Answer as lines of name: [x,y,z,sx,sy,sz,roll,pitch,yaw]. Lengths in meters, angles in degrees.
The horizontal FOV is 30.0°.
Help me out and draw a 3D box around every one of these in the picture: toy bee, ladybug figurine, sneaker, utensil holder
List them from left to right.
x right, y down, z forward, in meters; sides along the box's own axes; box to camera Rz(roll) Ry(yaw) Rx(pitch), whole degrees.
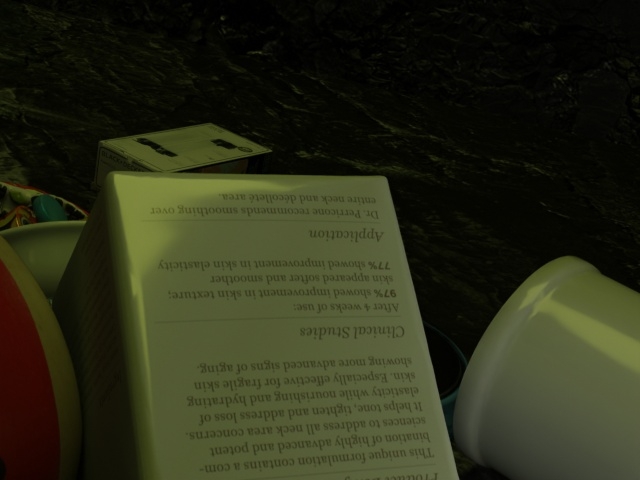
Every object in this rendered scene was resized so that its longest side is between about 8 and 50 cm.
ladybug figurine: [-0.426,0.139,1.243,0.449,0.305,0.162,57,8,6]
toy bee: [-0.473,0.006,1.912,0.298,0.195,0.162,24,34,-32]
sneaker: [-0.488,-0.049,2.157,0.279,0.107,0.118,24,16,23]
utensil holder: [0.428,0.244,1.599,0.385,0.327,0.328,29,28,34]

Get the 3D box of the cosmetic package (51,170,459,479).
cosmetic package: [-0.092,0.170,1.310,0.329,0.327,0.393,1,63,-24]

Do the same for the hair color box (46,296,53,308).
hair color box: [-0.336,0.174,1.598,0.347,0.173,0.105,4,22,-19]

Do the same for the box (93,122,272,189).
box: [-0.244,-0.131,2.152,0.169,0.087,0.290,25,25,30]

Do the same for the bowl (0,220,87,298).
bowl: [-0.372,0.083,1.774,0.298,0.134,0.298,-5,-19,-2]

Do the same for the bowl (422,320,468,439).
bowl: [0.044,0.194,1.855,0.391,0.077,0.391,9,22,-4]
